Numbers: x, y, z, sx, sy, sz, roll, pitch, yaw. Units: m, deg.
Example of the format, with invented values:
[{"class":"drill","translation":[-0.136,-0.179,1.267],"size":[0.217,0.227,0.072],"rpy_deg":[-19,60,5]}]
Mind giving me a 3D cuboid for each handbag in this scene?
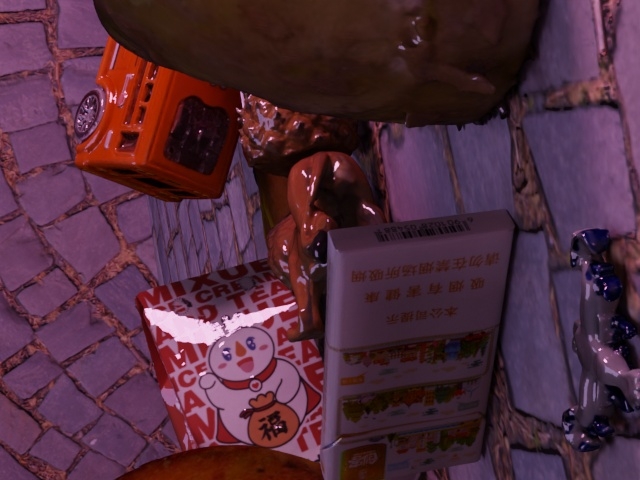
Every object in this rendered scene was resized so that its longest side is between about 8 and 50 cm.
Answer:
[{"class":"handbag","translation":[-0.080,0.168,1.349],"size":[0.298,0.171,0.151],"rpy_deg":[66,164,10]}]

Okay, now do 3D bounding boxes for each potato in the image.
[{"class":"potato","translation":[-0.026,-0.190,0.807],"size":[0.289,0.237,0.301],"rpy_deg":[117,142,-68]}]

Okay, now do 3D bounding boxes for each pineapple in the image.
[{"class":"pineapple","translation":[-0.024,-0.181,1.123],"size":[0.119,0.111,0.237],"rpy_deg":[-20,72,50]}]

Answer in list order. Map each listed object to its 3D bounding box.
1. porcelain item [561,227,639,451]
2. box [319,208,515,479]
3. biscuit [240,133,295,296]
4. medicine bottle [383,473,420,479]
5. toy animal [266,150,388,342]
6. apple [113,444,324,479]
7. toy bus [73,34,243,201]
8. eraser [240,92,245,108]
[{"class":"porcelain item","translation":[0.155,0.066,0.680],"size":[0.075,0.021,0.136],"rpy_deg":[-124,28,-62]},{"class":"box","translation":[0.061,0.079,0.872],"size":[0.032,0.122,0.220],"rpy_deg":[-112,19,-49]},{"class":"biscuit","translation":[-0.056,-0.095,1.417],"size":[0.277,0.052,0.262],"rpy_deg":[-113,19,-46]},{"class":"medicine bottle","translation":[0.049,0.185,1.147],"size":[0.118,0.055,0.074],"rpy_deg":[-140,44,-73]},{"class":"toy animal","translation":[0.000,0.000,1.120],"size":[0.312,0.097,0.157],"rpy_deg":[102,150,-65]},{"class":"apple","translation":[-0.063,0.367,1.088],"size":[0.384,0.374,0.374],"rpy_deg":[33,139,33]},{"class":"toy bus","translation":[-0.136,-0.212,1.331],"size":[0.153,0.143,0.329],"rpy_deg":[4,76,51]},{"class":"eraser","translation":[-0.047,-0.229,1.224],"size":[0.076,0.078,0.298],"rpy_deg":[169,92,-77]}]
